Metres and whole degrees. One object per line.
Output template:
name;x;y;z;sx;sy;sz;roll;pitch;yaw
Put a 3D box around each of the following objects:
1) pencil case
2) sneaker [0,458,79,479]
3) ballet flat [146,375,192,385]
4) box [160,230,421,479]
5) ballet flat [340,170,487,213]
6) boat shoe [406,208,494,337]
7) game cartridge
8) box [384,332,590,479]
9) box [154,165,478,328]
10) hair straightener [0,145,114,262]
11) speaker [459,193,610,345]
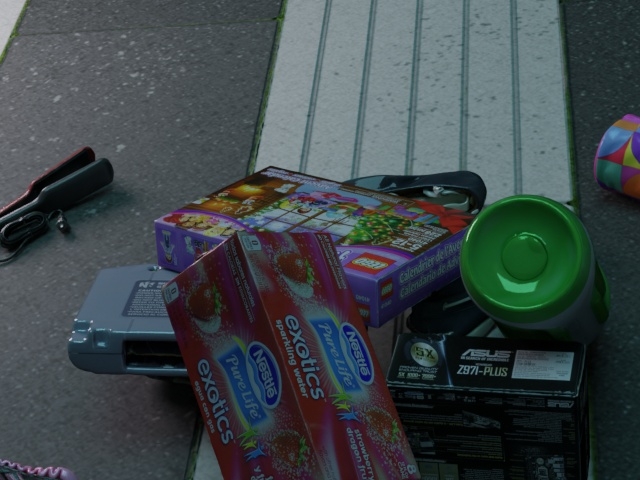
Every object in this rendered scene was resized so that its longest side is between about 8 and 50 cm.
pencil case;0.432;-0.077;1.941;0.236;0.104;0.104;17;42;32
sneaker;-0.297;0.250;1.674;0.119;0.047;0.057;2;48;15
ballet flat;-0.110;0.127;1.795;0.188;0.070;0.070;15;41;23
box;-0.029;0.128;1.551;0.128;0.122;0.257;0;63;-47
ballet flat;0.095;-0.041;1.981;0.203;0.074;0.074;-7;35;-2
boat shoe;0.178;0.029;1.856;0.095;0.079;0.254;22;45;37
game cartridge;-0.096;0.077;1.754;0.294;0.060;0.196;1;25;5
box;0.160;0.170;1.604;0.180;0.147;0.077;2;36;14
box;0.000;0.000;1.794;0.293;0.057;0.201;14;28;34
hair straightener;-0.345;-0.037;2.076;0.230;0.047;0.089;-31;41;-29
speaker;0.212;0.040;1.654;0.131;0.296;0.131;-2;79;13
